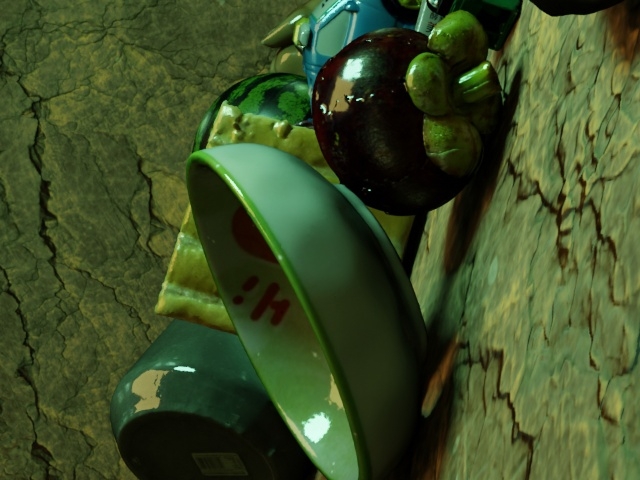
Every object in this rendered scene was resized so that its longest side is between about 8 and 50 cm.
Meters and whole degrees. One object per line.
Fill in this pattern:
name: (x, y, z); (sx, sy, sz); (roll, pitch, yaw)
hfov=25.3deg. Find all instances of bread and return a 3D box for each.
bread: (-0.022, -0.003, 1.488); (0.111, 0.246, 0.239); (10, -83, -85)

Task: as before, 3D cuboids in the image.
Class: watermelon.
watermelon: (-0.054, -0.105, 1.970); (0.269, 0.269, 0.269); (-163, 90, -84)

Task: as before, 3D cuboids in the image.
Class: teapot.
teapot: (-0.087, 0.139, 1.784); (0.300, 0.253, 0.344); (-23, 34, 37)

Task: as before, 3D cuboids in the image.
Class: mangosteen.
mangosteen: (0.082, -0.109, 1.239); (0.180, 0.166, 0.166); (-25, 41, 43)

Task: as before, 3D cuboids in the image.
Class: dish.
dish: (0.009, 0.049, 1.223); (0.324, 0.124, 0.324); (57, 164, 26)

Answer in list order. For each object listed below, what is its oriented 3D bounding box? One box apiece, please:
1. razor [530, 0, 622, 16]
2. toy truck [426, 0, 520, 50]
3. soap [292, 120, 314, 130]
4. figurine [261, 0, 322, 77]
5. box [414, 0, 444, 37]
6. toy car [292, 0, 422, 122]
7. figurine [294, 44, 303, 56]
razor: (0.181, -0.288, 0.999); (0.327, 0.107, 0.189); (-83, 13, -61)
toy truck: (0.150, -0.260, 1.344); (0.065, 0.079, 0.147); (113, 171, -55)
soap: (0.000, 0.000, 1.590); (0.099, 0.162, 0.250); (-164, 92, -84)
figurine: (0.029, -0.323, 2.321); (0.247, 0.173, 0.177); (-42, 8, -5)
box: (0.137, -0.251, 1.569); (0.039, 0.055, 0.218); (150, 136, -79)
toy car: (0.050, -0.252, 1.760); (0.198, 0.166, 0.314); (-113, 34, -76)
figurine: (0.066, -0.422, 1.986); (0.248, 0.203, 0.380); (-150, 76, -80)
